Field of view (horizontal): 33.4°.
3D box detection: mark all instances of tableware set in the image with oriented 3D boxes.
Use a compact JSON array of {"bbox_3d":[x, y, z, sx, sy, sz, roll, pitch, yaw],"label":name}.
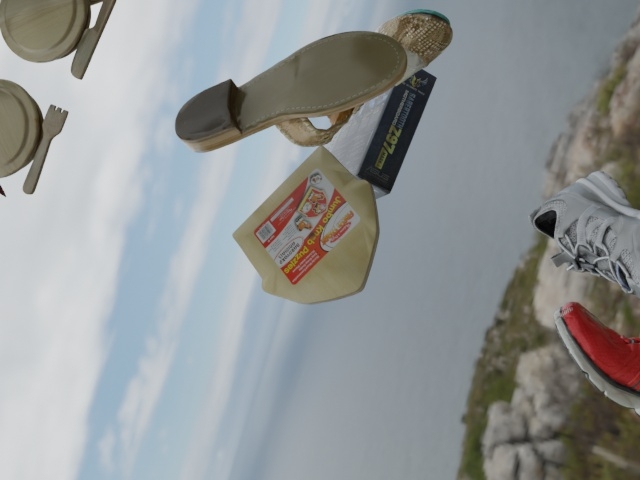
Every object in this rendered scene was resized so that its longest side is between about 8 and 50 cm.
[{"bbox_3d":[-0.253,-0.145,0.924,0.194,0.128,0.039,-65,-19,8],"label":"tableware set"}]

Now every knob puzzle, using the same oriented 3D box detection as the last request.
[{"bbox_3d":[0.000,0.000,1.349,0.030,0.213,0.213,32,-109,-56],"label":"knob puzzle"}]

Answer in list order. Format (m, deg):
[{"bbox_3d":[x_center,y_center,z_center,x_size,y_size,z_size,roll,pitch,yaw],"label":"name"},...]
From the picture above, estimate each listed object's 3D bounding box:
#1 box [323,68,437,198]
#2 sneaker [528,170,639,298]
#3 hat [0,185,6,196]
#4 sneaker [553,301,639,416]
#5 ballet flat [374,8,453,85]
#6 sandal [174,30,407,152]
[{"bbox_3d":[0.063,-0.137,1.513,0.233,0.059,0.183,-21,45,67],"label":"box"},{"bbox_3d":[0.323,0.017,1.207,0.281,0.115,0.105,-108,-5,-69],"label":"sneaker"},{"bbox_3d":[-0.424,-0.102,0.978,0.208,0.173,0.183,-29,50,22],"label":"hat"},{"bbox_3d":[0.408,0.147,1.289,0.118,0.279,0.107,-52,7,25],"label":"sneaker"},{"bbox_3d":[0.075,-0.193,1.141,0.067,0.073,0.206,-67,17,-9],"label":"ballet flat"},{"bbox_3d":[-0.016,-0.125,1.011,0.079,0.240,0.088,46,-144,-51],"label":"sandal"}]
